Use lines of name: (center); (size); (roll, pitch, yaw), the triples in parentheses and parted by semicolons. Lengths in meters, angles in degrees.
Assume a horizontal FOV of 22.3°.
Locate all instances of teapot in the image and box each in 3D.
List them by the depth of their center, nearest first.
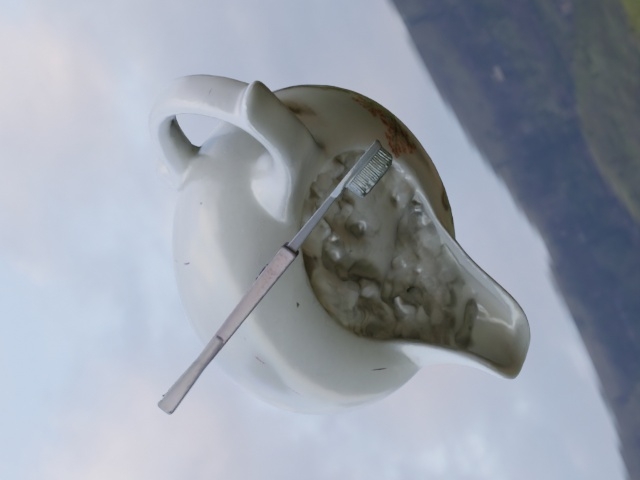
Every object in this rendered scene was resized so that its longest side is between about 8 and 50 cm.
teapot: (0.000, 0.000, 0.993); (0.298, 0.139, 0.204); (35, -114, -35)

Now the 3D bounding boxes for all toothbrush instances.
toothbrush: (-0.027, 0.022, 0.892); (0.017, 0.194, 0.014); (41, -167, 0)
